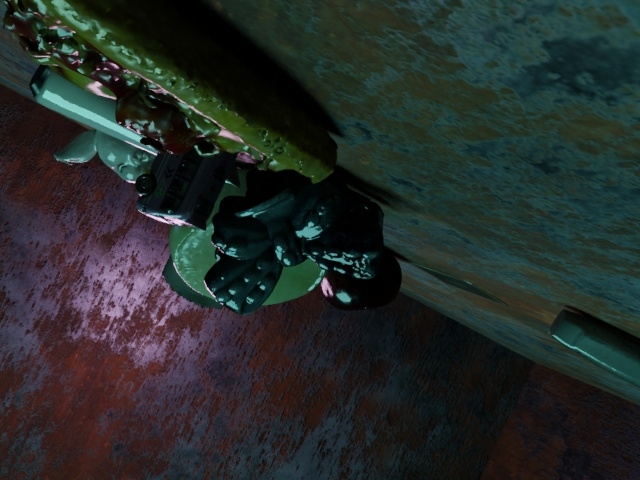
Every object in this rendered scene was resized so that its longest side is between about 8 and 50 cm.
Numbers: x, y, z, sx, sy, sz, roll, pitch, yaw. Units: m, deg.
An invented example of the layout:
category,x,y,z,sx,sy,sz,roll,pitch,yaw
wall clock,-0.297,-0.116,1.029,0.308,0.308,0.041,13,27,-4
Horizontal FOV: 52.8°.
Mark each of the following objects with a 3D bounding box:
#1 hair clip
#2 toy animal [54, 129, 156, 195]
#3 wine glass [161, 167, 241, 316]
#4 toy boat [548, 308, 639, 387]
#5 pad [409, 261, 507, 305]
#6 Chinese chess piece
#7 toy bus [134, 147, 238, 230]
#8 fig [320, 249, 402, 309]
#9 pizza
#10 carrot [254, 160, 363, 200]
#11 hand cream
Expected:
category,x,y,z,sx,sy,sz,roll,pitch,yaw
hair clip,-0.053,-0.015,1.061,0.194,0.310,0.206,-85,-24,-62
toy animal,-0.376,-0.182,1.351,0.325,0.208,0.154,18,-141,-14
wine glass,-0.246,-0.002,1.604,0.190,0.357,0.190,30,-175,-3
toy boat,0.555,0.209,1.198,0.260,0.078,0.085,28,-160,7
pad,0.367,0.115,1.742,0.176,0.002,0.266,29,176,-30
Chinese chess piece,-0.143,-0.002,1.373,0.349,0.147,0.349,-2,143,-1
toy bus,-0.194,-0.115,0.990,0.108,0.199,0.096,22,176,16
fig,0.110,0.101,1.823,0.234,0.215,0.235,17,179,0
pizza,-0.218,-0.186,0.741,0.406,0.130,0.440,20,173,44
carrot,-0.022,-0.090,1.169,0.225,0.067,0.067,24,176,8
hand cream,-0.297,-0.208,1.094,0.358,0.118,0.185,27,-159,-29
